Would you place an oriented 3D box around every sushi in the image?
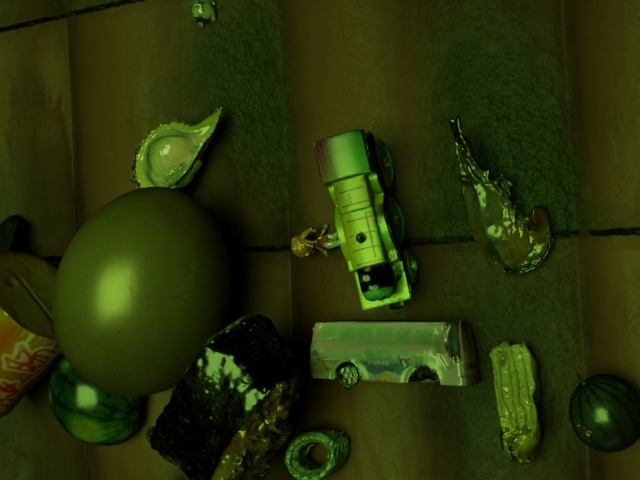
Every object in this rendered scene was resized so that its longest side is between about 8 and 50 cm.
[{"bbox_3d":[-0.133,0.279,1.456,0.207,0.234,0.348,44,133,17],"label":"sushi"}]

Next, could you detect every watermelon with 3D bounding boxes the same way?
[{"bbox_3d":[-0.459,0.300,1.683,0.232,0.127,0.204,36,114,26],"label":"watermelon"},{"bbox_3d":[0.402,0.237,1.232,0.105,0.105,0.133,-32,95,25],"label":"watermelon"}]

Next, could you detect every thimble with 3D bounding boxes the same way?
[{"bbox_3d":[-0.003,0.365,1.477,0.110,0.062,0.084,-37,73,23],"label":"thimble"}]

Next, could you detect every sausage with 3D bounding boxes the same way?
[{"bbox_3d":[-0.635,0.195,1.718,0.287,0.233,0.233,-43,72,22],"label":"sausage"}]

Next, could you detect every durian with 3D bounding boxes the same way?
[{"bbox_3d":[-0.251,-0.163,1.595,0.224,0.078,0.140,-38,62,13],"label":"durian"}]

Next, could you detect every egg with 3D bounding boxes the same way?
[{"bbox_3d":[-0.307,0.089,1.496,0.301,0.301,0.374,19,107,26],"label":"egg"}]

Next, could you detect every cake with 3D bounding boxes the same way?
[{"bbox_3d":[0.314,0.255,1.322,0.080,0.116,0.185,-20,50,22],"label":"cake"}]

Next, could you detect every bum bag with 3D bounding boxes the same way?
[{"bbox_3d":[-0.721,0.075,1.833,0.310,0.074,0.137,-50,35,21],"label":"bum bag"}]

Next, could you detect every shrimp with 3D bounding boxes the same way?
[{"bbox_3d":[0.276,-0.075,1.322,0.117,0.066,0.262,-15,98,13],"label":"shrimp"}]

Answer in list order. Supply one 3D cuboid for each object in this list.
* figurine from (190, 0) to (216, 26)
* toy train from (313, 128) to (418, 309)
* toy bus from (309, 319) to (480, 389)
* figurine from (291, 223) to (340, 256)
[{"bbox_3d":[-0.224,-0.438,1.584,0.047,0.050,0.083,-17,84,22],"label":"figurine"},{"bbox_3d":[0.076,-0.032,1.374,0.100,0.160,0.296,-15,84,21],"label":"toy train"},{"bbox_3d":[0.117,0.185,1.396,0.274,0.090,0.112,-2,84,27],"label":"toy bus"},{"bbox_3d":[0.000,0.000,1.481,0.109,0.047,0.064,-11,57,22],"label":"figurine"}]
